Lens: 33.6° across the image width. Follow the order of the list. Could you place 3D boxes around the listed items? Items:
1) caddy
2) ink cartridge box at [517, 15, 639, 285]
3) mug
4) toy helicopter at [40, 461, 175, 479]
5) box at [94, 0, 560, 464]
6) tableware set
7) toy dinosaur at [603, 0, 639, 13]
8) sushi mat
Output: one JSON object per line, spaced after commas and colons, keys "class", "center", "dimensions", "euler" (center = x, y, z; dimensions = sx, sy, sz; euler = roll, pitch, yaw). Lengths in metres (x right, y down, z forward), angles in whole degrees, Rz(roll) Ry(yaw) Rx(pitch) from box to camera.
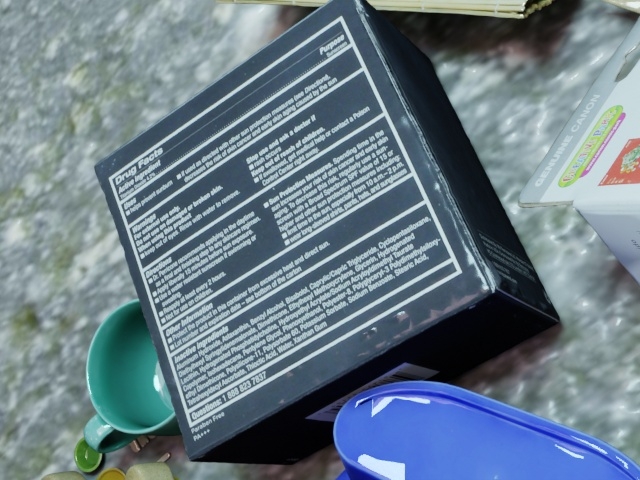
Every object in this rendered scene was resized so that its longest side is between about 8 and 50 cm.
{"class": "caddy", "center": [0.126, 0.259, 0.811], "dimensions": [0.341, 0.179, 0.241], "euler": [18, 64, 31]}
{"class": "ink cartridge box", "center": [0.325, -0.100, 0.717], "dimensions": [0.309, 0.130, 0.272], "euler": [-53, 23, -16]}
{"class": "mug", "center": [-0.158, 0.129, 1.037], "dimensions": [0.157, 0.097, 0.130], "euler": [-20, 71, 25]}
{"class": "toy helicopter", "center": [-0.180, 0.313, 0.978], "dimensions": [0.355, 0.140, 0.235], "euler": [12, 98, 52]}
{"class": "box", "center": [0.000, 0.000, 0.926], "dimensions": [0.296, 0.182, 0.294], "euler": [-31, 66, 19]}
{"class": "tableware set", "center": [-0.193, 0.248, 1.074], "dimensions": [0.104, 0.024, 0.154], "euler": [-42, 64, 15]}
{"class": "toy dinosaur", "center": [0.296, -0.191, 0.887], "dimensions": [0.183, 0.053, 0.093], "euler": [1, 70, 15]}
{"class": "sushi mat", "center": [0.072, -0.240, 0.974], "dimensions": [0.316, 0.151, 0.019], "euler": [10, 121, 30]}
